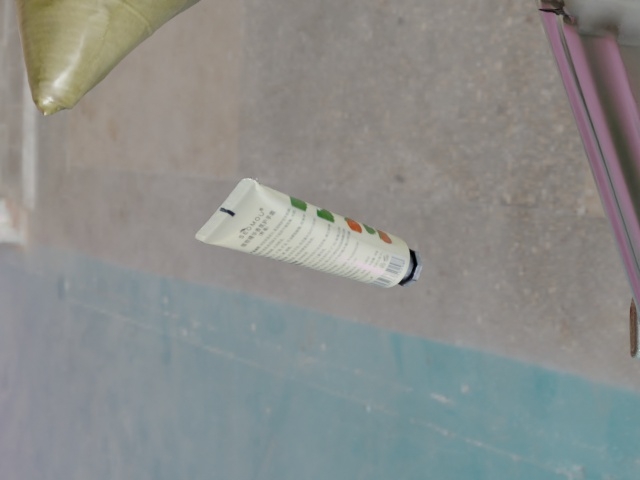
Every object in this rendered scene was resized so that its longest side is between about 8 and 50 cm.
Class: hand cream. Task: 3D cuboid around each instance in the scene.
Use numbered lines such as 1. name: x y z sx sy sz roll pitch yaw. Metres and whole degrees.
1. hand cream: 0.000 0.000 1.175 0.095 0.276 0.059 -46 46 28

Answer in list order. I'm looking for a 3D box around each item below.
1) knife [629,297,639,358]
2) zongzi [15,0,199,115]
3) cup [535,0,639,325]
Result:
1. knife: 0.278 -0.028 0.834 0.053 0.123 0.278 127 153 -50
2. zongzi: -0.056 -0.161 0.633 0.145 0.273 0.300 -35 55 38
3. cup: 0.181 -0.032 0.398 0.166 0.202 0.221 -24 36 12
